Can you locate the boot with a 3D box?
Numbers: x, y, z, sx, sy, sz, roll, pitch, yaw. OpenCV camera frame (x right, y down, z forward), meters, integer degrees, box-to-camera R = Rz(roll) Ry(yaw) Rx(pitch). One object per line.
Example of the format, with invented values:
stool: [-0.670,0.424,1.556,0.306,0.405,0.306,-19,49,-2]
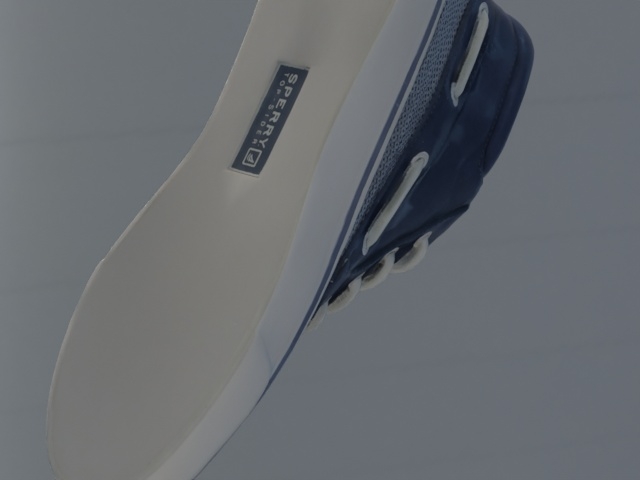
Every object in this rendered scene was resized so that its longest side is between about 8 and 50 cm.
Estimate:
boot: [0.000,0.000,0.499,0.086,0.069,0.190,35,-97,-49]
